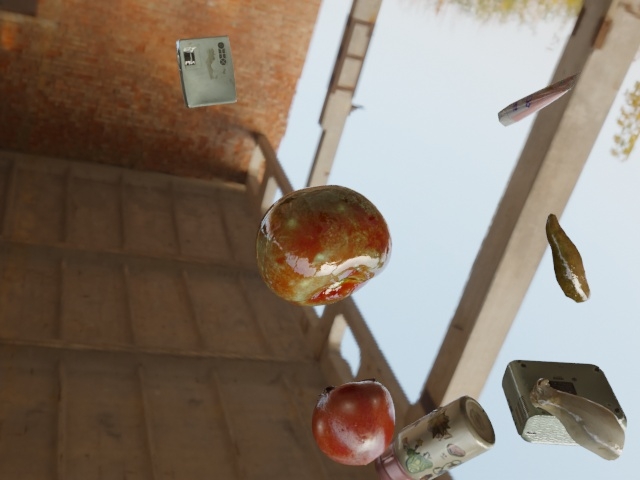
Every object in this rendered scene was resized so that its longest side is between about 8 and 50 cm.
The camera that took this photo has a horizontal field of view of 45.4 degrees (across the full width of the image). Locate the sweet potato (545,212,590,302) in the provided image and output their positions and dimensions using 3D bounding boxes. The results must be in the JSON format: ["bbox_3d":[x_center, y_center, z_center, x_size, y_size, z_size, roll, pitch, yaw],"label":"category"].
[{"bbox_3d":[0.604,0.051,1.888,0.077,0.243,0.077,-24,-164,7],"label":"sweet potato"}]

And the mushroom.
[{"bbox_3d":[0.574,0.397,1.712,0.225,0.116,0.093,35,-137,10],"label":"mushroom"}]

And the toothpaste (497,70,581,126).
[{"bbox_3d":[0.448,-0.288,1.571,0.043,0.194,0.067,48,-126,-12],"label":"toothpaste"}]

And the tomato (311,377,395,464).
[{"bbox_3d":[0.066,0.349,1.458,0.167,0.167,0.167,14,-155,-7],"label":"tomato"}]

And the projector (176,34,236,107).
[{"bbox_3d":[-0.255,-0.374,1.698,0.115,0.147,0.061,-11,-168,-20],"label":"projector"}]

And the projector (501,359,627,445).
[{"bbox_3d":[0.594,0.396,1.876,0.251,0.108,0.198,6,-147,-6],"label":"projector"}]

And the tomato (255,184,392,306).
[{"bbox_3d":[0.000,0.000,1.511,0.270,0.270,0.222,-8,-113,-43],"label":"tomato"}]

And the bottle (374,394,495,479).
[{"bbox_3d":[0.223,0.423,1.559,0.120,0.253,0.120,40,-153,-26],"label":"bottle"}]
